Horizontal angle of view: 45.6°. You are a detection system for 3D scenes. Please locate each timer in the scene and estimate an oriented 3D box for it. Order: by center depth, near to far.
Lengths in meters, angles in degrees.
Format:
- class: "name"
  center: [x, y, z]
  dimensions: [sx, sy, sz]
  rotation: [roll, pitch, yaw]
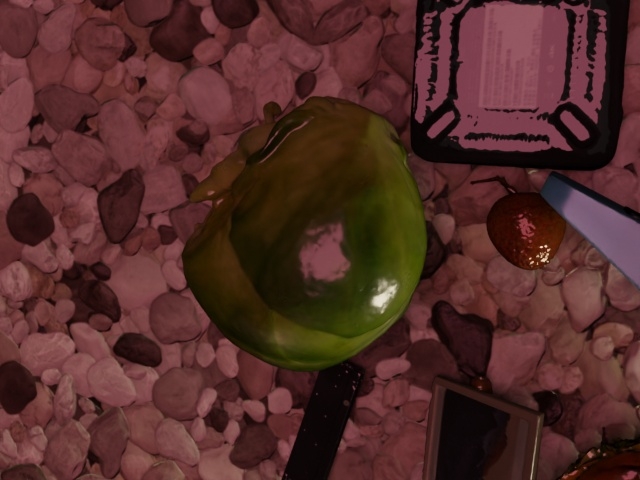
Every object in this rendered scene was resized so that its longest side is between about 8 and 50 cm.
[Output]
- class: "timer"
  center: [0.375, 0.006, 0.938]
  dimensions: [0.250, 0.232, 0.091]
  rotation: [35, 106, 13]

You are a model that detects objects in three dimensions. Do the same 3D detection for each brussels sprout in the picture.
- class: "brussels sprout"
  center: [0.000, 0.000, 1.040]
  dimensions: [0.314, 0.276, 0.371]
  rotation: [30, 96, 26]

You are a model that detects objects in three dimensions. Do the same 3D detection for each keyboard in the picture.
- class: "keyboard"
  center: [0.004, 0.293, 1.186]
  dimensions: [0.072, 0.023, 0.231]
  rotation: [22, 100, 21]

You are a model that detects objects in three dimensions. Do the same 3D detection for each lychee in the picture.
- class: "lychee"
  center: [0.273, -0.028, 1.032]
  dimensions: [0.114, 0.101, 0.140]
  rotation: [-11, 85, 10]

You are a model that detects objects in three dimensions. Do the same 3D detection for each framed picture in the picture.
- class: "framed picture"
  center: [0.218, 0.343, 1.071]
  dimensions: [0.192, 0.018, 0.266]
  rotation: [12, 100, 51]

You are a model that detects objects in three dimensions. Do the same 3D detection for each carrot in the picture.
- class: "carrot"
  center: [0.233, 0.276, 1.107]
  dimensions: [0.035, 0.035, 0.165]
  rotation: [0, 97, 17]

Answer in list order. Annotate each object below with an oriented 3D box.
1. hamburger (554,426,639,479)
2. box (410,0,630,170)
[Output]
- class: "hamburger"
  center: [0.425, 0.361, 0.993]
  dimensions: [0.261, 0.138, 0.243]
  rotation: [-30, 82, 26]
- class: "box"
  center: [0.264, -0.245, 1.031]
  dimensions: [0.288, 0.073, 0.290]
  rotation: [5, 96, 17]
